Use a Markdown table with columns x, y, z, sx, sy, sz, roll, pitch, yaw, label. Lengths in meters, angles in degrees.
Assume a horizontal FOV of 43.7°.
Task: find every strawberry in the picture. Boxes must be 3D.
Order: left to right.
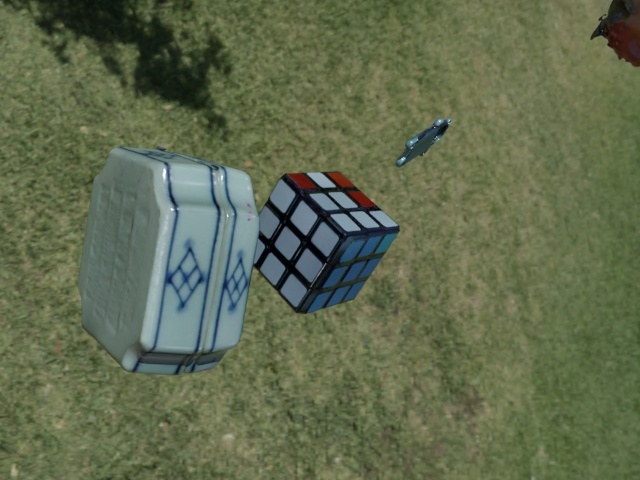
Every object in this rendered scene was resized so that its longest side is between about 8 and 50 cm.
| x | y | z | sx | sy | sz | roll | pitch | yaw | label |
| --- | --- | --- | --- | --- | --- | --- | --- | --- | --- |
| 0.462 | -0.277 | 0.955 | 0.098 | 0.228 | 0.174 | -47 | 153 | -32 | strawberry |

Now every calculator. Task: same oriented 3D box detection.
| x | y | z | sx | sy | sz | roll | pitch | yaw | label |
| --- | --- | --- | --- | --- | --- | --- | --- | --- | --- |
| 0.189 | -0.181 | 1.441 | 0.019 | 0.094 | 0.141 | 45 | 52 | 15 | calculator |

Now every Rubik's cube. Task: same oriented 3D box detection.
| x | y | z | sx | sy | sz | roll | pitch | yaw | label |
| --- | --- | --- | --- | --- | --- | --- | --- | --- | --- |
| 0.000 | 0.000 | 1.265 | 0.163 | 0.161 | 0.162 | 45 | 28 | 25 | Rubik's cube |

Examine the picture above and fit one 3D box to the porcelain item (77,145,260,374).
| x | y | z | sx | sy | sz | roll | pitch | yaw | label |
| --- | --- | --- | --- | --- | --- | --- | --- | --- | --- |
| -0.209 | 0.021 | 1.091 | 0.157 | 0.281 | 0.286 | 5 | 98 | -34 | porcelain item |
